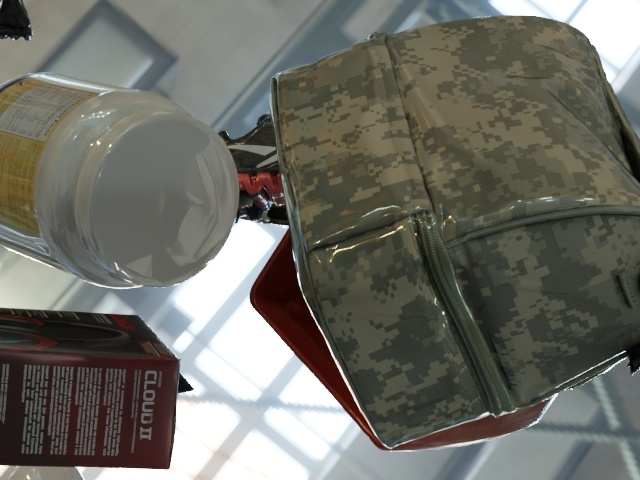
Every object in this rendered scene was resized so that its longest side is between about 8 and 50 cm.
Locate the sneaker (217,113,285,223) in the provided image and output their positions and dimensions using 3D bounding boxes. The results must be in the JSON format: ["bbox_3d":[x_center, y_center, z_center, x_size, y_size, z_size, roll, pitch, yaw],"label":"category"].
[{"bbox_3d":[-0.021,-0.107,1.899,0.276,0.135,0.097,-7,-18,3],"label":"sneaker"}]

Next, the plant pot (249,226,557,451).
[{"bbox_3d":[0.138,0.046,1.450,0.236,0.267,0.267,21,17,-44],"label":"plant pot"}]

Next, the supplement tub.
[{"bbox_3d":[-0.276,-0.074,1.792,0.331,0.241,0.241,16,-30,49],"label":"supplement tub"}]

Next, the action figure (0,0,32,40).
[{"bbox_3d":[-0.299,-0.317,1.327,0.141,0.164,0.275,-130,-136,-61],"label":"action figure"}]

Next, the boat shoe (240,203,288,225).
[{"bbox_3d":[-0.077,-0.060,2.049,0.223,0.073,0.080,5,-58,-7],"label":"boat shoe"}]

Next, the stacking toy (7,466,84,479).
[{"bbox_3d":[-0.375,0.526,1.977,0.350,0.480,0.350,0,-18,0],"label":"stacking toy"}]

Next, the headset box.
[{"bbox_3d":[-0.269,0.134,1.377,0.293,0.110,0.218,4,7,-17],"label":"headset box"}]

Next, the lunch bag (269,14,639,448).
[{"bbox_3d":[0.120,-0.024,1.078,0.305,0.256,0.212,-99,164,-52],"label":"lunch bag"}]
